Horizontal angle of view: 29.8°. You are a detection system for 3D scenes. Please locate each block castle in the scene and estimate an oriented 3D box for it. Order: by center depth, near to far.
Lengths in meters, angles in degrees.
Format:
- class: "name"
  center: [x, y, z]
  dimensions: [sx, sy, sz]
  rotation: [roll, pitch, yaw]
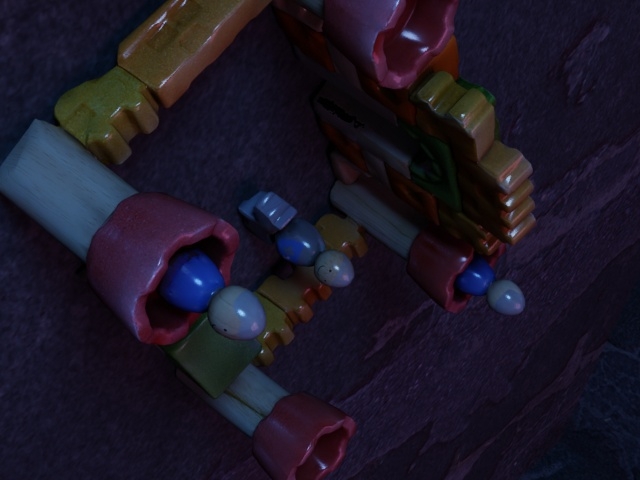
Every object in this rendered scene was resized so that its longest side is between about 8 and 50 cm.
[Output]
- class: "block castle"
  center: [0.000, 0.000, 0.887]
  dimensions: [0.303, 0.213, 0.453]
  rotation: [-49, 154, -12]
